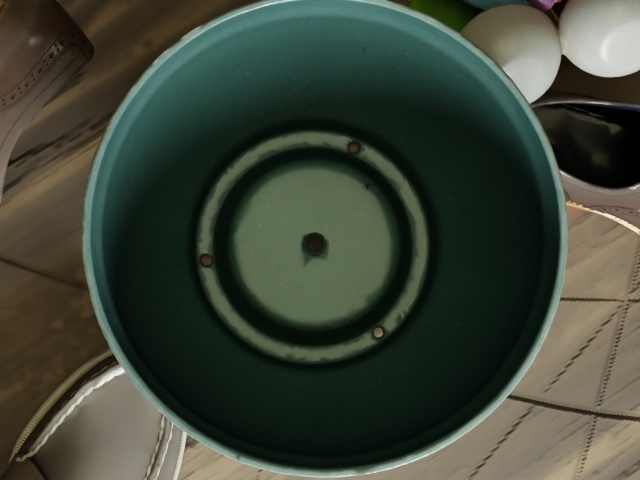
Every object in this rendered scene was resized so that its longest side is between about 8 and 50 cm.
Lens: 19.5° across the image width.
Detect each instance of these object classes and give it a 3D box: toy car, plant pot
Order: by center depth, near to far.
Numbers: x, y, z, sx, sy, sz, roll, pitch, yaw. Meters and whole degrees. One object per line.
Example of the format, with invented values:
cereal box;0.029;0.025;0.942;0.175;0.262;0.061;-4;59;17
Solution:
plant pot;0.000;0.000;1.211;0.293;0.196;0.293;0;87;-2
toy car;0.139;-0.184;1.234;0.182;0.159;0.136;-17;131;-3

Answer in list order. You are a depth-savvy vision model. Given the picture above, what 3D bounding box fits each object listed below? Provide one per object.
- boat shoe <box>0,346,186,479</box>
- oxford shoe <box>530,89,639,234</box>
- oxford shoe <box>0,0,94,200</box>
boat shoe;-0.190;0.214;1.238;0.116;0.097;0.324;33;86;0
oxford shoe;0.248;-0.041;1.273;0.271;0.098;0.097;11;86;-2
oxford shoe;-0.288;-0.019;1.235;0.132;0.130;0.364;32;102;-33
